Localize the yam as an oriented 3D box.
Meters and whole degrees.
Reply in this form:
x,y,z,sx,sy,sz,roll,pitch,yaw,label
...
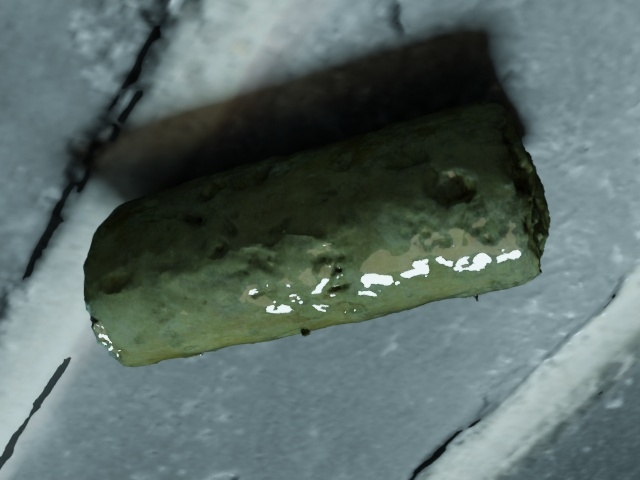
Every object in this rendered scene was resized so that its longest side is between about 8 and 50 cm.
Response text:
x,y,z,sx,sy,sz,roll,pitch,yaw,label
0.000,0.000,0.617,0.179,0.078,0.078,-15,140,14,yam
